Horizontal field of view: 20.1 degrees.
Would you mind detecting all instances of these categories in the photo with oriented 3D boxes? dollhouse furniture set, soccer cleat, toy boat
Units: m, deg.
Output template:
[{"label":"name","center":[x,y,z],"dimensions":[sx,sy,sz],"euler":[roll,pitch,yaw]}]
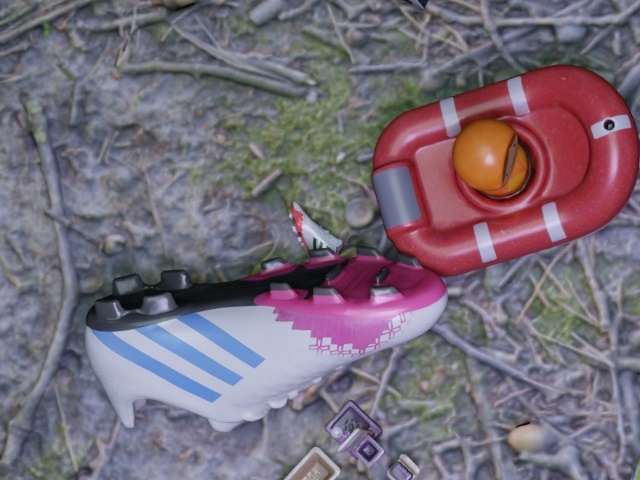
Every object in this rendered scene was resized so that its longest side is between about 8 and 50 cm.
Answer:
[{"label":"dollhouse furniture set","center":[0.011,0.206,1.548],"dimensions":[0.091,0.081,0.114],"euler":[44,95,15]},{"label":"soccer cleat","center":[0.000,0.000,1.604],"dimensions":[0.035,0.029,0.083],"euler":[-26,81,1]},{"label":"soccer cleat","center":[-0.042,0.092,1.564],"dimensions":[0.331,0.116,0.143],"euler":[-5,111,19]},{"label":"toy boat","center":[0.150,-0.064,1.510],"dimensions":[0.231,0.151,0.151],"euler":[-18,80,11]}]

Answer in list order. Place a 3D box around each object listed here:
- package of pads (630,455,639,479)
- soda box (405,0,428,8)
[{"label":"package of pads","center":[0.341,0.314,1.445],"dimensions":[0.229,0.101,0.296],"euler":[8,85,14]},{"label":"soda box","center":[0.100,-0.295,1.596],"dimensions":[0.053,0.060,0.169],"euler":[26,91,16]}]
